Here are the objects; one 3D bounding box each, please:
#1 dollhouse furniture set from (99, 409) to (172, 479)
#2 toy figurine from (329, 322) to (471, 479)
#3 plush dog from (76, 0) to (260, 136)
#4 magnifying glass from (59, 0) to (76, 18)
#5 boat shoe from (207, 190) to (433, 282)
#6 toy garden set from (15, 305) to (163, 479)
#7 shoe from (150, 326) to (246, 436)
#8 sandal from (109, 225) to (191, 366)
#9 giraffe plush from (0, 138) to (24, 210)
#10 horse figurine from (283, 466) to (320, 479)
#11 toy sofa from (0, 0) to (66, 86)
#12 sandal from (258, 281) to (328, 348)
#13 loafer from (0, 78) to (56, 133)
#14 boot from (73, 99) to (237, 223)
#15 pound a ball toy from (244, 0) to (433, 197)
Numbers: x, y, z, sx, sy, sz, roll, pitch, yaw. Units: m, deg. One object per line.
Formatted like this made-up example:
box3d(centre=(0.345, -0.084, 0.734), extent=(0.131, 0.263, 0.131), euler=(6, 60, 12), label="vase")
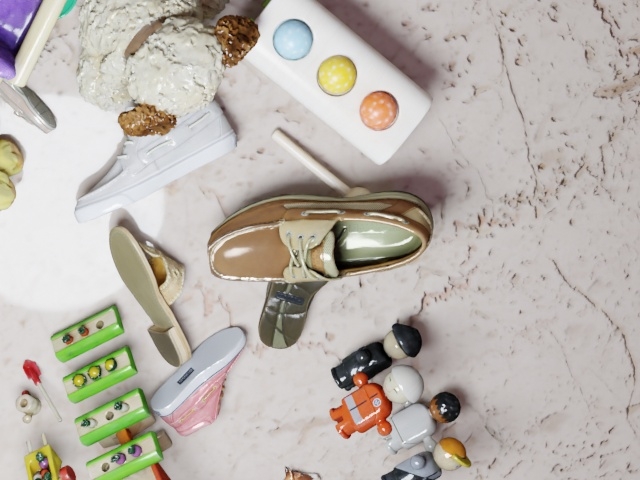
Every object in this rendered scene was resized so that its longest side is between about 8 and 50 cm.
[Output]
box3d(centre=(-0.199, 0.401, 1.858), extent=(0.135, 0.262, 0.259), euler=(-27, 139, -5), label="dollhouse furniture set")
box3d(centre=(0.124, 0.252, 1.883), extent=(0.148, 0.213, 0.209), euler=(-33, 106, 13), label="toy figurine")
box3d(centre=(-0.214, -0.262, 1.675), extent=(0.262, 0.210, 0.225), euler=(-45, 66, 1), label="plush dog")
box3d(centre=(-0.424, -0.403, 1.740), extent=(0.092, 0.026, 0.231), euler=(-39, 108, 1), label="magnifying glass")
box3d(centre=(0.000, 0.000, 1.778), extent=(0.324, 0.120, 0.123), euler=(-11, 110, 3), label="boat shoe")
box3d(centre=(-0.355, 0.239, 1.808), extent=(0.203, 0.049, 0.244), euler=(-26, 65, 10), label="toy garden set")
box3d(centre=(-0.169, 0.214, 1.907), extent=(0.178, 0.063, 0.081), euler=(-44, 129, -10), label="shoe")
box3d(centre=(-0.232, 0.066, 1.865), extent=(0.079, 0.088, 0.240), euler=(-36, 117, -33), label="sandal")
box3d(centre=(-0.535, -0.079, 1.734), extent=(0.170, 0.210, 0.181), euler=(-29, 112, 28), label="giraffe plush")
box3d(centre=(-0.002, 0.499, 1.995), extent=(0.174, 0.066, 0.263), euler=(12, 98, -18), label="horse figurine")
box3d(centre=(-0.516, -0.350, 1.642), extent=(0.362, 0.177, 0.150), euler=(28, 100, -10), label="toy sofa")
box3d(centre=(-0.033, 0.062, 1.898), extent=(0.090, 0.060, 0.219), euler=(17, 114, -7), label="sandal")
box3d(centre=(-0.424, -0.197, 1.780), extent=(0.039, 0.045, 0.125), euler=(-37, 100, 17), label="loafer")
box3d(centre=(-0.255, -0.132, 1.804), extent=(0.258, 0.095, 0.123), euler=(-29, 100, -11), label="boot")
box3d(centre=(0.009, -0.194, 1.803), extent=(0.319, 0.136, 0.208), euler=(38, 94, -15), label="pound a ball toy")
